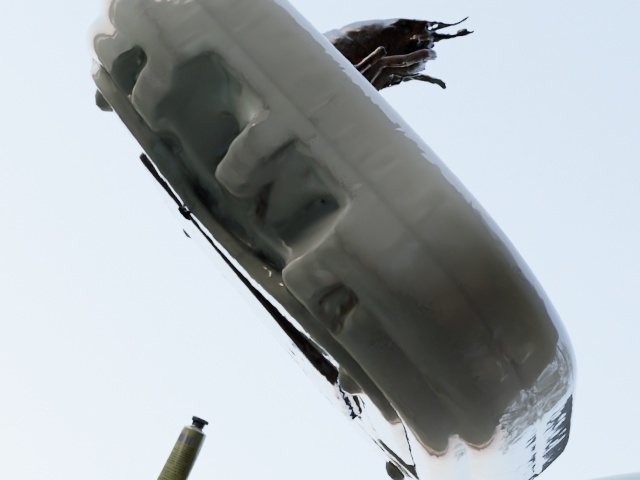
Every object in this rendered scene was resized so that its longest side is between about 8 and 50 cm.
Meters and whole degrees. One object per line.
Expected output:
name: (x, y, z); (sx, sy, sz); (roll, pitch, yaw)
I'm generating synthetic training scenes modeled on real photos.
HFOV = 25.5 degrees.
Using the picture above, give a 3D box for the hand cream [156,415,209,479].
hand cream: (-0.124, 0.198, 1.201); (0.035, 0.102, 0.022); (17, -14, 31)

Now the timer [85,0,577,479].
timer: (0.000, 0.000, 0.616); (0.262, 0.087, 0.237); (48, -7, 22)

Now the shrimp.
shrimp: (0.031, -0.134, 1.099); (0.075, 0.190, 0.073); (-124, -167, -48)

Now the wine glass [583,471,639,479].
wine glass: (0.256, 0.230, 1.074); (0.204, 0.111, 0.111); (-7, -60, 25)
